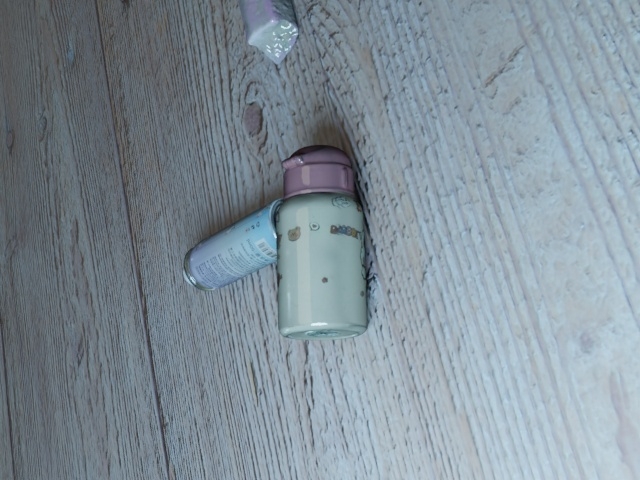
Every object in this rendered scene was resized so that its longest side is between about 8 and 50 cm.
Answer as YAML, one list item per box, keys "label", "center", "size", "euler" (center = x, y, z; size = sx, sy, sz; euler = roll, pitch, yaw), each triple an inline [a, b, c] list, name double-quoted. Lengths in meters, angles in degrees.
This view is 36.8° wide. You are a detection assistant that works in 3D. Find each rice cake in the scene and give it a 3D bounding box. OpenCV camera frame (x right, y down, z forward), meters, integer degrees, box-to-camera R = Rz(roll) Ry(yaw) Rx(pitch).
- label: "rice cake"
  center: [-0.101, -0.422, 1.409]
  size: [0.072, 0.056, 0.365]
  euler: [-36, 56, 41]

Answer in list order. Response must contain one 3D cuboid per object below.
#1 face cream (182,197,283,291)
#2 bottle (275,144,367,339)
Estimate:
- label: "face cream"
  center: [-0.113, 0.014, 1.316]
  size: [0.229, 0.075, 0.075]
  euler: [-25, 64, 42]
- label: "bottle"
  center: [0.000, 0.000, 1.167]
  size: [0.110, 0.110, 0.233]
  euler: [-17, 69, 46]
